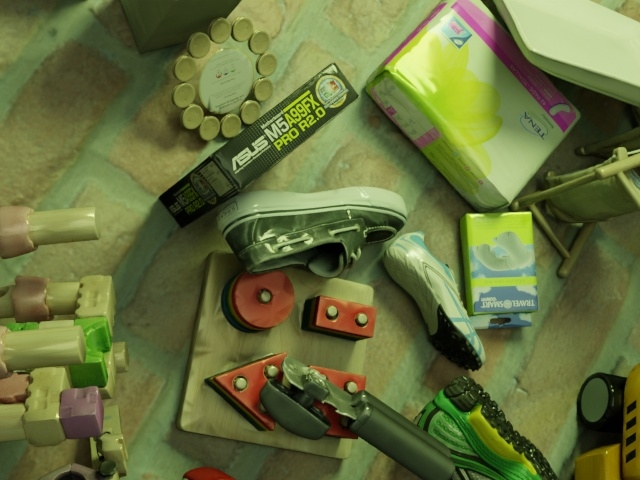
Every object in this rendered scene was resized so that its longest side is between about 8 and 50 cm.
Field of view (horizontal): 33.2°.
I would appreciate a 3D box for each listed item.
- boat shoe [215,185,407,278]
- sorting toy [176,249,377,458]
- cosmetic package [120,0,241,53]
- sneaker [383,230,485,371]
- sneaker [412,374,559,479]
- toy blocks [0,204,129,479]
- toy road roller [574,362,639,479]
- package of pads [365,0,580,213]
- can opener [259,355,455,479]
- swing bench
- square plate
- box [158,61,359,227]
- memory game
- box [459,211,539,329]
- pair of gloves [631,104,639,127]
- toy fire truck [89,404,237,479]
[{"bbox_3d":[0.000,0.000,1.507,0.335,0.121,0.119,-5,68,-41],"label":"boat shoe"},{"bbox_3d":[-0.048,0.159,1.507,0.256,0.089,0.257,14,75,-19],"label":"sorting toy"},{"bbox_3d":[-0.185,-0.346,1.466,0.127,0.238,0.107,-19,87,-24],"label":"cosmetic package"},{"bbox_3d":[0.186,0.091,1.620,0.086,0.085,0.237,-37,98,-31],"label":"sneaker"},{"bbox_3d":[0.259,0.355,1.595,0.146,0.134,0.343,-39,105,13],"label":"sneaker"},{"bbox_3d":[-0.382,0.155,1.284,0.260,0.308,0.288,-6,37,-2],"label":"toy blocks"},{"bbox_3d":[0.530,0.337,1.615,0.203,0.240,0.329,13,70,-19],"label":"toy road roller"},{"bbox_3d":[0.240,-0.215,1.688,0.296,0.101,0.229,45,67,-8],"label":"package of pads"},{"bbox_3d":[0.048,0.256,1.453,0.283,0.076,0.095,36,102,-13],"label":"can opener"},{"bbox_3d":[0.483,-0.087,1.678,0.255,0.253,0.165,-39,97,-23],"label":"swing bench"},{"bbox_3d":[0.427,-0.315,1.719,0.347,0.049,0.344,16,32,-19],"label":"square plate"},{"bbox_3d":[-0.090,-0.122,1.446,0.216,0.270,0.060,-41,98,-23],"label":"box"},{"bbox_3d":[-0.136,-0.230,1.531,0.186,0.012,0.186,-23,127,-35],"label":"memory game"},{"bbox_3d":[0.279,0.047,1.674,0.109,0.042,0.178,-2,81,-7],"label":"box"},{"bbox_3d":[0.646,-0.233,1.889,0.240,0.042,0.204,-10,87,-21],"label":"pair of gloves"},{"bbox_3d":[-0.207,0.335,1.395,0.217,0.158,0.246,-15,96,-23],"label":"toy fire truck"}]
